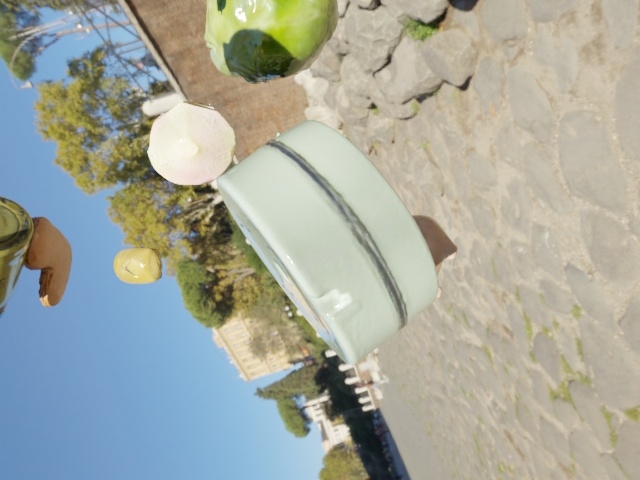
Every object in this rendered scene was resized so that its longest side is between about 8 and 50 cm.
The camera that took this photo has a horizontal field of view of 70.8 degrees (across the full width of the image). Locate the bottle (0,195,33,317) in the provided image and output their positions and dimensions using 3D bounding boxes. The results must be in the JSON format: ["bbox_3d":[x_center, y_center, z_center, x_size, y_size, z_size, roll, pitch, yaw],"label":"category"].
[{"bbox_3d":[-0.746,0.072,0.967,0.171,0.351,0.172,26,-144,-21],"label":"bottle"}]

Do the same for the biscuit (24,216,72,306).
[{"bbox_3d":[-0.675,0.056,1.115,0.192,0.036,0.186,93,176,-61],"label":"biscuit"}]

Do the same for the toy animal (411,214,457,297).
[{"bbox_3d":[0.200,0.078,1.200,0.237,0.269,0.327,-12,-57,-87],"label":"toy animal"}]

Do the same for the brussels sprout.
[{"bbox_3d":[-0.118,-0.501,1.059,0.344,0.343,0.269,93,163,-88],"label":"brussels sprout"}]

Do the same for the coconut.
[{"bbox_3d":[-0.345,-0.266,1.222,0.245,0.233,0.233,-128,19,-73],"label":"coconut"}]

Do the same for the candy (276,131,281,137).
[{"bbox_3d":[-0.131,-0.180,1.124,0.061,0.061,0.203,-109,36,-49],"label":"candy"}]

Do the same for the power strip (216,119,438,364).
[{"bbox_3d":[0.000,0.000,0.678,0.357,0.161,0.357,51,169,14],"label":"power strip"}]

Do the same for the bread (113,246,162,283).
[{"bbox_3d":[-0.402,0.056,0.979,0.056,0.115,0.082,-14,-76,-69],"label":"bread"}]
